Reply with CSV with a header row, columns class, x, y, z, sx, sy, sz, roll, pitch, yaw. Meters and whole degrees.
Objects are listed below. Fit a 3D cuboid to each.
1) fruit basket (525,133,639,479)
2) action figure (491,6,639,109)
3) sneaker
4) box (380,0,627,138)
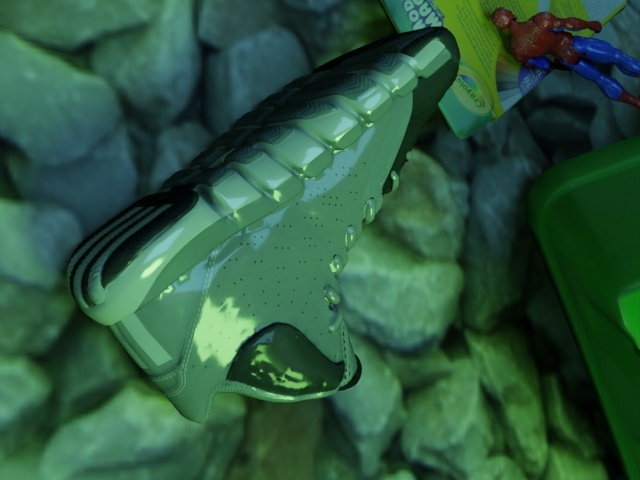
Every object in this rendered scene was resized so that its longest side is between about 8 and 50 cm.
class,x,y,z,sx,sy,sz,roll,pitch,yaw
fruit basket,0.323,-0.008,0.596,0.392,0.392,0.282,-28,100,-34
action figure,0.147,-0.107,0.571,0.115,0.038,0.030,18,48,-20
sneaker,0.000,0.000,0.489,0.229,0.086,0.132,-38,111,-22
box,0.105,-0.142,0.597,0.179,0.043,0.105,-41,108,-34
